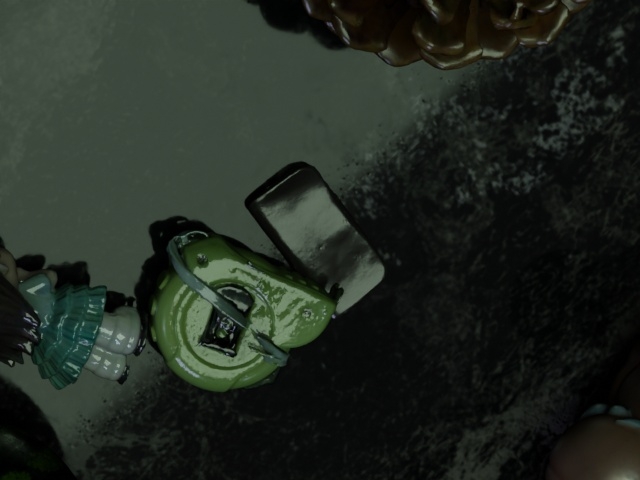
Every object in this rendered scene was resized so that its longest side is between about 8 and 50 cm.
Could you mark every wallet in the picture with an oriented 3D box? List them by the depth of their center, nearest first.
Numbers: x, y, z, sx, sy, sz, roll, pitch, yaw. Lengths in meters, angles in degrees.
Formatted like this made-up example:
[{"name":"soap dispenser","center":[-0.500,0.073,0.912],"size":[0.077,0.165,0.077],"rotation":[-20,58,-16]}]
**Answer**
[{"name":"wallet","center":[0.000,0.000,1.932],"size":[0.082,0.018,0.157],"rotation":[-39,107,-5]}]

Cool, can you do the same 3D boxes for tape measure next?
[{"name":"tape measure","center":[-0.091,0.073,1.885],"size":[0.177,0.087,0.154],"rotation":[28,97,-13]}]

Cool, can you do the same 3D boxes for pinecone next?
[{"name":"pinecone","center":[0.129,-0.318,1.739],"size":[0.384,0.384,0.384],"rotation":[-3,100,-15]}]

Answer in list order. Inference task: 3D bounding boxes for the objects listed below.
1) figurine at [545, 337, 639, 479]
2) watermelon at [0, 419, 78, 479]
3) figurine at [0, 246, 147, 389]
[{"name":"figurine","center":[0.441,0.232,1.990],"size":[0.388,0.248,0.277],"rotation":[35,113,-15]},{"name":"watermelon","center":[-0.333,0.297,1.776],"size":[0.269,0.269,0.269],"rotation":[-3,100,-15]},{"name":"figurine","center":[-0.292,0.077,1.824],"size":[0.245,0.110,0.138],"rotation":[20,117,-22]}]
